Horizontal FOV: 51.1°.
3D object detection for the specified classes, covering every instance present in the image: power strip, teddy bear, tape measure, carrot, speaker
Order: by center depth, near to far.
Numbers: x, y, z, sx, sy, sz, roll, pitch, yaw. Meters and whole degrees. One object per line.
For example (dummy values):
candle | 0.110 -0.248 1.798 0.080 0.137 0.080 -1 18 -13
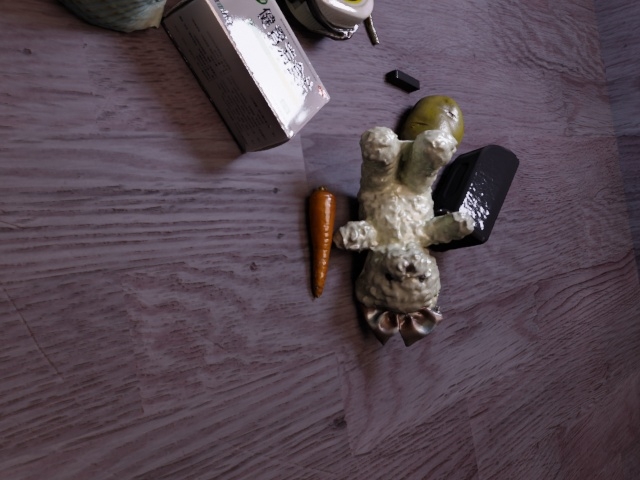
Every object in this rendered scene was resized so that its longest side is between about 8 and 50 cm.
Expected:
carrot | 0.000 0.000 1.496 0.061 0.061 0.256 11 79 -45
teddy bear | 0.191 0.000 1.518 0.327 0.375 0.362 1 57 -5
tape measure | -0.013 -0.585 1.533 0.271 0.133 0.231 6 71 -44
power strip | 0.226 -0.433 1.816 0.111 0.038 0.029 12 74 -46
speaker | 0.386 -0.136 1.836 0.184 0.180 0.388 48 53 -23

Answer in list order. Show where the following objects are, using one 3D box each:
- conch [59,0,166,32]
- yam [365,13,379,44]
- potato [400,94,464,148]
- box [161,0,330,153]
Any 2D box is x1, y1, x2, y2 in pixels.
conch | -0.321 -0.511 1.099 0.303 0.215 0.319 -17 111 -25
yam | 0.107 -0.621 1.735 0.027 0.029 0.234 -29 107 -17
potato | 0.305 -0.298 1.802 0.154 0.137 0.200 43 56 -32
box | -0.146 -0.363 1.342 0.333 0.145 0.173 58 46 -22
